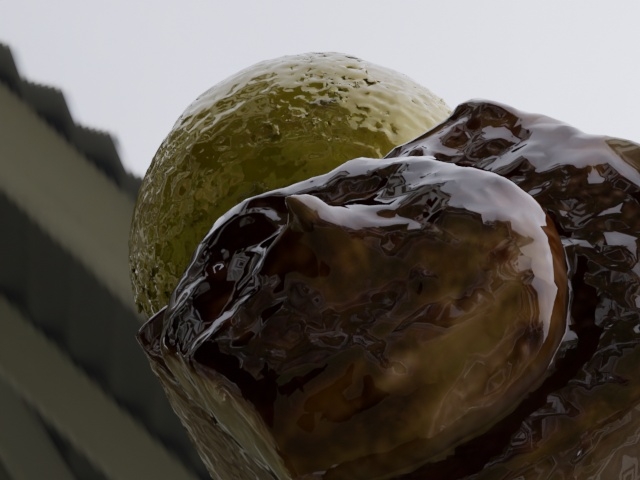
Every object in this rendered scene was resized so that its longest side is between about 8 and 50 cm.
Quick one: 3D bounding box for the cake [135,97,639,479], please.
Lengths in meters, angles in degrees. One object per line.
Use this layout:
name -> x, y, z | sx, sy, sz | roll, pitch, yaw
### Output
cake -> 0.071, 0.069, 0.647 | 0.196, 0.199, 0.293 | 36, -22, 52

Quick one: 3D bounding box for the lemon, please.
lemon -> 0.000, 0.000, 1.236 | 0.258, 0.310, 0.258 | 1, -72, 4
